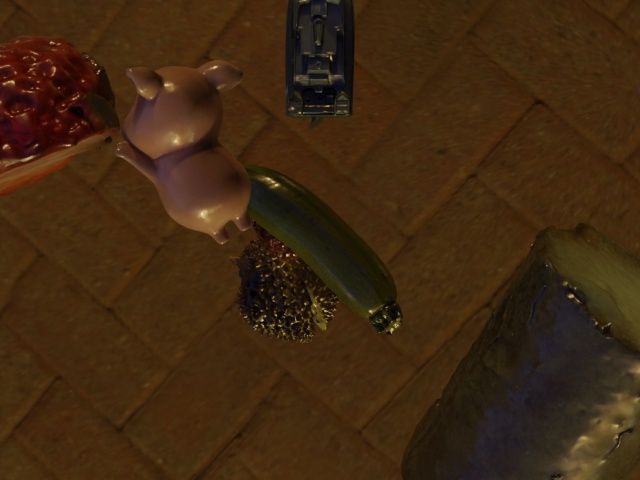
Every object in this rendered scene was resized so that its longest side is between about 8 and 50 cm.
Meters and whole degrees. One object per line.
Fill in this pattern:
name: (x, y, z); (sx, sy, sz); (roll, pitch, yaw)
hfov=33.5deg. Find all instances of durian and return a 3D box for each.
durian: (-0.090, 0.079, 1.943); (0.237, 0.138, 0.193); (21, 97, 25)

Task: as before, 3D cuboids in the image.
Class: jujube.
jujube: (-0.034, -0.017, 1.584); (0.166, 0.104, 0.104); (12, 104, 56)

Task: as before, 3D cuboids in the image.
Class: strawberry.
strawberry: (-0.398, -0.122, 1.204); (0.336, 0.265, 0.149); (-26, 96, -14)

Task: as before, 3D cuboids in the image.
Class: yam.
yam: (0.210, 0.154, 0.973); (0.195, 0.195, 0.300); (32, 119, 10)

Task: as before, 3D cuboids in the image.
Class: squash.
squash: (0.000, 0.000, 1.168); (0.258, 0.069, 0.069); (42, 107, 7)

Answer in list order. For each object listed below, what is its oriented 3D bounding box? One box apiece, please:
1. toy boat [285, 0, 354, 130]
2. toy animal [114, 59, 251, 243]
toy boat: (-0.001, -0.340, 1.752); (0.114, 0.122, 0.296); (0, 81, 2)
toy animal: (-0.096, -0.070, 0.805); (0.089, 0.083, 0.150); (-14, 107, 26)
